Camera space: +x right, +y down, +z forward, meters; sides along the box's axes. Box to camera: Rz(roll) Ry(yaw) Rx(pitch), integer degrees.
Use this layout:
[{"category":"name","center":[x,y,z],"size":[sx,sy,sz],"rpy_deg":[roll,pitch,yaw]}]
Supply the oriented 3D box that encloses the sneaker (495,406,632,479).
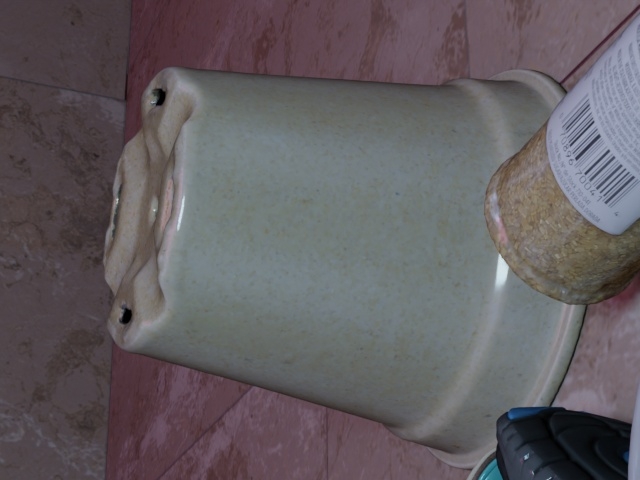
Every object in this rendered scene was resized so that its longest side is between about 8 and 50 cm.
[{"category":"sneaker","center":[0.178,0.211,0.867],"size":[0.341,0.125,0.140],"rpy_deg":[-120,39,-63]}]

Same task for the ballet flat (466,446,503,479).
[{"category":"ballet flat","center":[0.126,0.269,1.058],"size":[0.086,0.086,0.248],"rpy_deg":[164,113,-68]}]

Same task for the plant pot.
[{"category":"plant pot","center":[0.000,0.000,1.180],"size":[0.334,0.305,0.334],"rpy_deg":[-171,90,-70]}]

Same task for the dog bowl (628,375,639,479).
[{"category":"dog bowl","center":[0.242,0.033,0.656],"size":[0.349,0.102,0.349],"rpy_deg":[-162,90,-86]}]

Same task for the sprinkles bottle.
[{"category":"sprinkles bottle","center":[0.226,-0.092,0.875],"size":[0.355,0.121,0.121],"rpy_deg":[128,146,-53]}]
